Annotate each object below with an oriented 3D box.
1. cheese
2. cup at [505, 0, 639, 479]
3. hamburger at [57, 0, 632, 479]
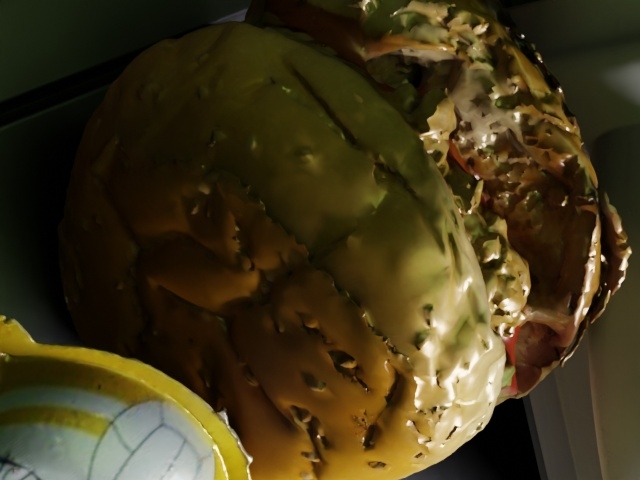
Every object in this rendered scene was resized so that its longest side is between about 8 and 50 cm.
[{"bbox_3d":[-0.101,0.142,0.649,0.177,0.069,0.270,-21,121,9],"label":"cheese"},{"bbox_3d":[0.196,0.025,0.756,0.323,0.236,0.327,-28,107,-61],"label":"cup"},{"bbox_3d":[0.000,0.000,0.649,0.163,0.244,0.244,-28,104,-34],"label":"hamburger"}]
